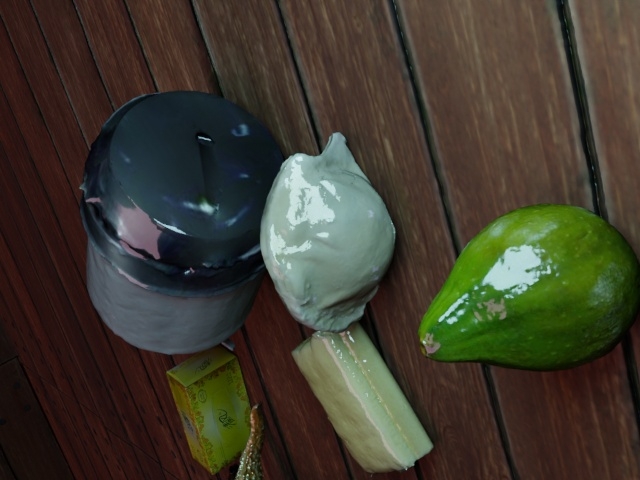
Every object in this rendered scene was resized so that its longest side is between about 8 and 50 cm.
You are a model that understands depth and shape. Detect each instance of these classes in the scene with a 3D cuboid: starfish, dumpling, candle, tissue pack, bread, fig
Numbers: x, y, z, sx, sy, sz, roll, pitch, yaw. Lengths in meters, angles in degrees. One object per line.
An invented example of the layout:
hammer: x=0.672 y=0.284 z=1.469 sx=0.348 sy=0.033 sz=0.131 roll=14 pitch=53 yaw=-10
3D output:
starfish: x=-0.138 y=0.440 z=1.302 sx=0.084 sy=0.293 sz=0.302 roll=15 pitch=127 yaw=36
dumpling: x=0.000 y=0.000 z=0.850 sx=0.118 sy=0.136 sz=0.199 roll=9 pitch=107 yaw=51
candle: x=-0.162 y=0.002 z=1.018 sx=0.221 sy=0.221 sz=0.342 roll=52 pitch=150 yaw=15
tissue pack: x=-0.161 y=0.257 z=1.366 sx=0.062 sy=0.095 sz=0.176 roll=23 pitch=133 yaw=47
bread: x=0.042 y=0.178 z=1.012 sx=0.178 sy=0.060 sz=0.139 roll=57 pitch=151 yaw=7
fig: x=0.142 y=0.042 z=0.638 sx=0.123 sy=0.156 sz=0.123 roll=46 pitch=151 yaw=36

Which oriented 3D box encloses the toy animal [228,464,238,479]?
toy animal: x=-0.148 y=0.549 z=1.544 sx=0.243 sy=0.087 sz=0.260 roll=-91 pitch=2 yaw=-56
